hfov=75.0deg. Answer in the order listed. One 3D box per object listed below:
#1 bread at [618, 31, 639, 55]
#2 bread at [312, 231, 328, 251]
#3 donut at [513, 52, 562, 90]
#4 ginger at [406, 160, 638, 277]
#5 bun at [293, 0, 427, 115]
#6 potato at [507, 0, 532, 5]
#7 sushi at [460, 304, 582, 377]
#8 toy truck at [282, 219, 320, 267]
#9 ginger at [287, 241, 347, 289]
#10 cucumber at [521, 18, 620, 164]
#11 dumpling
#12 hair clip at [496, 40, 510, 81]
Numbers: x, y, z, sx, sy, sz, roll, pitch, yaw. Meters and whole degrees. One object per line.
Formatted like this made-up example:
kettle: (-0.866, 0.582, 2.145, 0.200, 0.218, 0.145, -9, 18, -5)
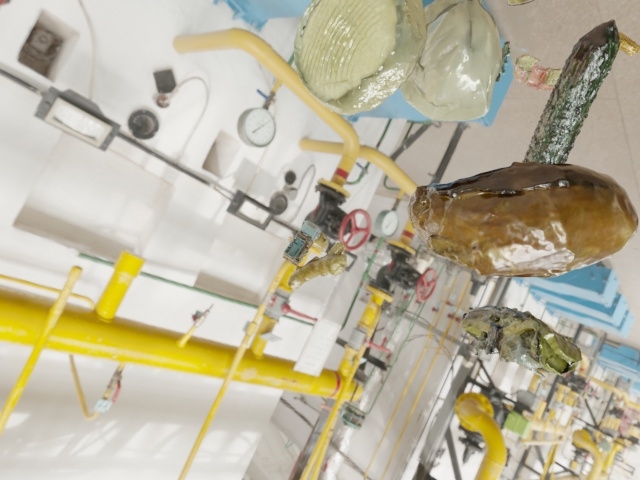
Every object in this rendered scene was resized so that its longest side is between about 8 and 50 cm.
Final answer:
bread: (1.099, -0.710, 1.508, 0.083, 0.044, 0.111, -26, -113, -44)
bread: (0.000, 0.000, 1.798, 0.056, 0.082, 0.115, -8, 149, 33)
donut: (0.685, -0.526, 1.328, 0.166, 0.065, 0.117, 25, -174, 5)
ginger: (0.268, -0.030, 0.612, 0.321, 0.172, 0.165, 6, 123, 30)
bun: (0.080, -0.371, 0.787, 0.259, 0.259, 0.152, 22, -166, 39)
potato: (0.842, -1.062, 1.577, 0.196, 0.299, 0.246, 56, -178, -37)
sushi: (0.425, 0.215, 0.893, 0.139, 0.131, 0.291, 30, 169, -10)
toy truck: (-0.071, 0.003, 1.620, 0.080, 0.178, 0.115, 32, 166, 8)
ginger: (-0.018, 0.106, 1.498, 0.065, 0.118, 0.298, 32, 135, -33)
cucumber: (0.539, -0.286, 0.907, 0.096, 0.096, 0.359, 24, 145, 21)
dumpling: (0.368, -0.548, 1.243, 0.315, 0.395, 0.233, -2, -177, 31)
hair clip: (0.651, -0.642, 1.508, 0.049, 0.173, 0.049, 22, 164, 7)
